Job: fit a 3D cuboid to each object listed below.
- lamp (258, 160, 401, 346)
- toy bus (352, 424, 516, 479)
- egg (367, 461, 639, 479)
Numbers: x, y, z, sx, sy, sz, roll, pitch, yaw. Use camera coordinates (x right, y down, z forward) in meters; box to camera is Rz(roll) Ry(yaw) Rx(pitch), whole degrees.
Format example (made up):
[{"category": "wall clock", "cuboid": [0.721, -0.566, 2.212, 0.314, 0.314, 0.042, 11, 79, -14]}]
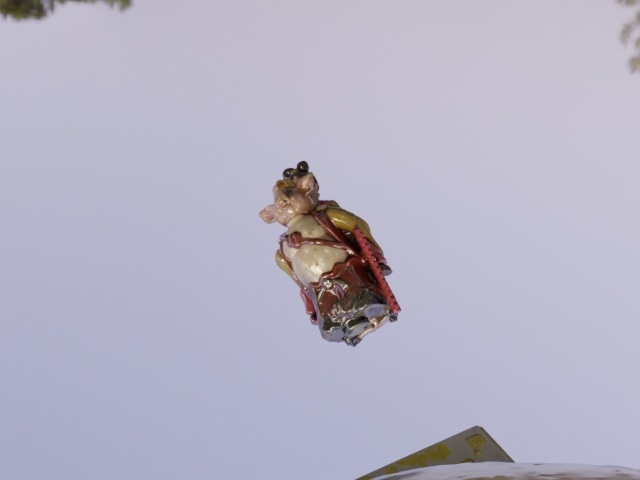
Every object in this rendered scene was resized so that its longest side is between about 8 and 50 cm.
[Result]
[{"category": "lamp", "cuboid": [0.000, 0.000, 1.194, 0.118, 0.118, 0.253, -10, -117, -32]}, {"category": "toy bus", "cuboid": [0.055, 0.216, 0.765, 0.226, 0.074, 0.081, -14, -133, -33]}, {"category": "egg", "cuboid": [0.111, 0.238, 0.349, 0.339, 0.355, 0.354, -27, -168, 27]}]
